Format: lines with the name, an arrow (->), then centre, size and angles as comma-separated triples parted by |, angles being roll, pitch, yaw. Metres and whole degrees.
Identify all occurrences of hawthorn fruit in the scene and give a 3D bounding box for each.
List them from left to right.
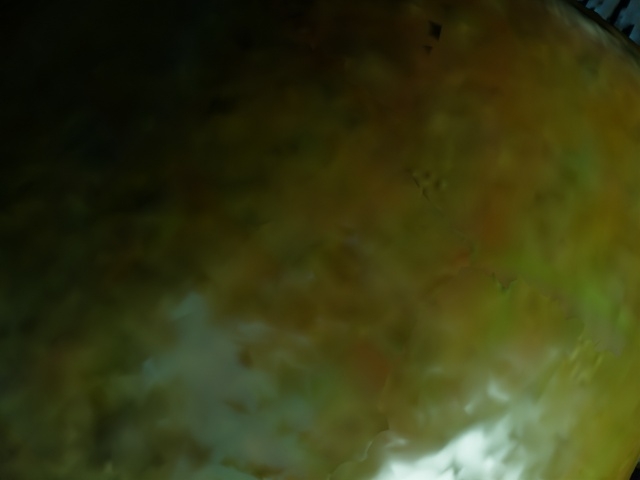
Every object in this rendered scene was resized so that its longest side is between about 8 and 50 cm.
hawthorn fruit -> 0.000, 0.000, 0.488 | 0.267, 0.268, 0.301 | 39, 87, -7

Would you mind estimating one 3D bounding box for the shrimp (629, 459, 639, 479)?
shrimp -> 0.220, 0.147, 0.574 | 0.289, 0.178, 0.075 | 6, 137, -2
